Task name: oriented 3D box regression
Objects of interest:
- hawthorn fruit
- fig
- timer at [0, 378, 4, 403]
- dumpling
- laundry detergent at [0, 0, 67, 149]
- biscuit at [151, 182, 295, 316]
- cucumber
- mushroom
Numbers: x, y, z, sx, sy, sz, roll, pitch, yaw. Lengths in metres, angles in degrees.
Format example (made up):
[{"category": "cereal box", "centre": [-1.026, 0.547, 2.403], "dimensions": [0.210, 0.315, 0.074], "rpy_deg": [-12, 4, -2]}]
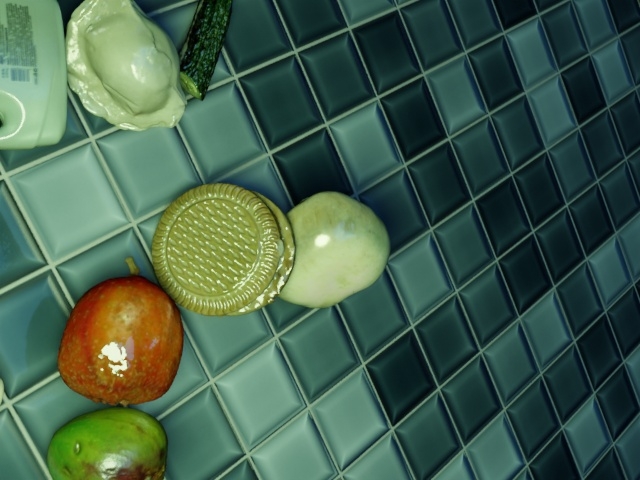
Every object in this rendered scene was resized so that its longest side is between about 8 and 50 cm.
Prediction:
[{"category": "hawthorn fruit", "centre": [-0.325, 0.146, 1.335], "dimensions": [0.205, 0.205, 0.253], "rpy_deg": [14, 73, -35]}, {"category": "fig", "centre": [-0.347, 0.359, 1.316], "dimensions": [0.191, 0.181, 0.181], "rpy_deg": [20, 72, -4]}, {"category": "timer", "centre": [-0.602, 0.191, 1.116], "dimensions": [0.266, 0.175, 0.175], "rpy_deg": [48, 60, -30]}, {"category": "dumpling", "centre": [-0.344, -0.303, 1.397], "dimensions": [0.193, 0.147, 0.258], "rpy_deg": [-19, 113, 4]}, {"category": "laundry detergent", "centre": [-0.596, -0.269, 1.213], "dimensions": [0.398, 0.125, 0.263], "rpy_deg": [-4, 89, -36]}, {"category": "biscuit", "centre": [-0.174, 0.019, 1.452], "dimensions": [0.079, 0.259, 0.259], "rpy_deg": [37, 55, -77]}, {"category": "cucumber", "centre": [-0.216, -0.392, 1.536], "dimensions": [0.077, 0.077, 0.265], "rpy_deg": [29, 69, -31]}, {"category": "mushroom", "centre": [0.000, 0.000, 1.581], "dimensions": [0.260, 0.254, 0.234], "rpy_deg": [2, 43, -21]}]
